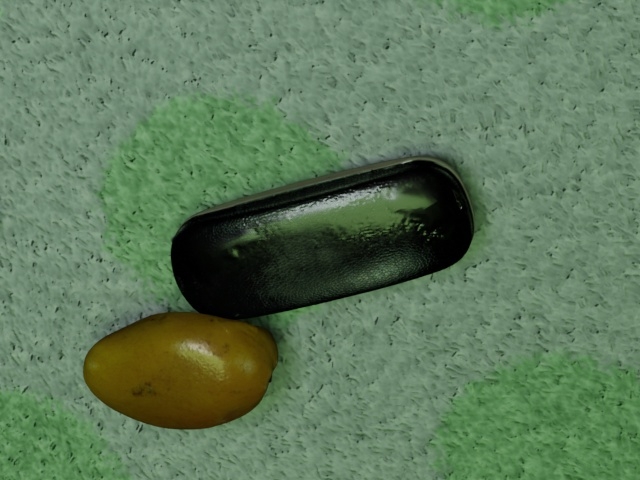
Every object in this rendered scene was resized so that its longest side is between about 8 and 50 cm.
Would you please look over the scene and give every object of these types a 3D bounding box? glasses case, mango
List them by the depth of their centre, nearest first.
[{"bbox_3d":[0.000,0.000,1.794,0.314,0.075,0.122,-15,113,14],"label":"glasses case"},{"bbox_3d":[-0.151,0.137,1.849,0.217,0.102,0.141,-3,152,21],"label":"mango"}]
